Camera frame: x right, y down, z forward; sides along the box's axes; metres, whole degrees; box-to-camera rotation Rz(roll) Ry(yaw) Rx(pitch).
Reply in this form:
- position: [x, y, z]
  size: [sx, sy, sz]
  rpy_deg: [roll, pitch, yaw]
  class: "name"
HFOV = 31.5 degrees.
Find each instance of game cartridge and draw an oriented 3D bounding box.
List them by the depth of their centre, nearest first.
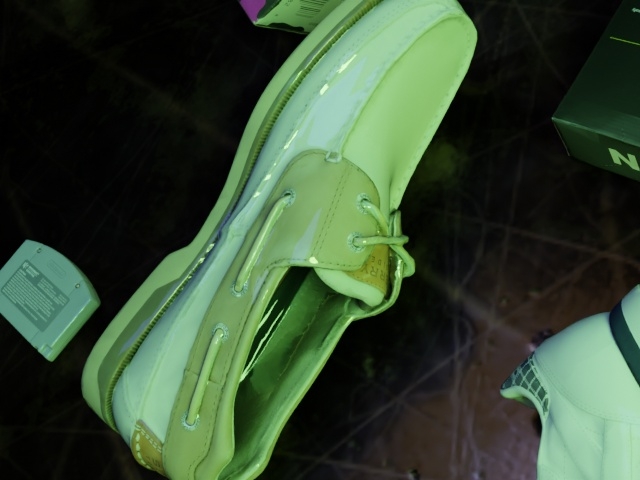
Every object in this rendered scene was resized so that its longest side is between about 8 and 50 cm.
- position: [-0.179, 0.035, 0.737]
  size: [0.083, 0.017, 0.056]
  rpy_deg: [36, 87, 37]
  class: "game cartridge"

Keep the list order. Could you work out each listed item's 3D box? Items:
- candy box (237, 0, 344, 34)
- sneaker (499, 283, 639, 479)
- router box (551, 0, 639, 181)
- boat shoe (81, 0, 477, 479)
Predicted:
- position: [0.013, -0.263, 0.689]
  size: [0.233, 0.071, 0.159]
  rpy_deg: [-42, 70, 31]
  class: "candy box"
- position: [0.149, 0.135, 0.474]
  size: [0.094, 0.090, 0.235]
  rpy_deg: [-33, 48, 24]
  class: "sneaker"
- position: [0.226, -0.078, 0.565]
  size: [0.178, 0.046, 0.133]
  rpy_deg: [26, 78, 36]
  class: "router box"
- position: [0.000, 0.000, 0.609]
  size: [0.103, 0.113, 0.302]
  rpy_deg: [36, 94, 36]
  class: "boat shoe"
